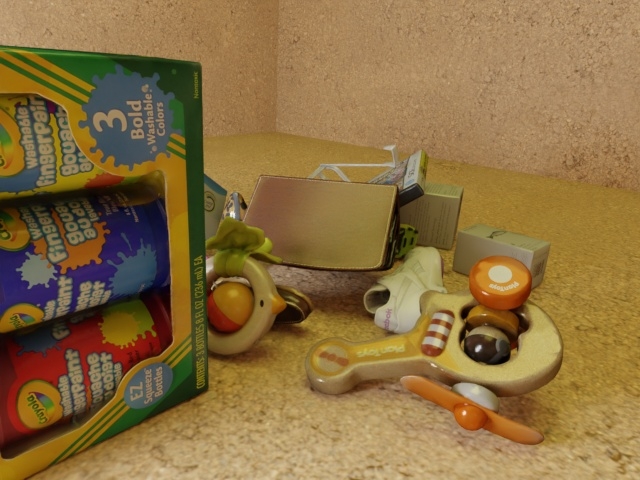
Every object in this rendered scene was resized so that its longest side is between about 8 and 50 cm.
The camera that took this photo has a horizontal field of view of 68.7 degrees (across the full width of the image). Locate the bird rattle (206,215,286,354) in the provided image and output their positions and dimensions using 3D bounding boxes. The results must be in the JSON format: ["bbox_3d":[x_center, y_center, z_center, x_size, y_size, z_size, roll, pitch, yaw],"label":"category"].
[{"bbox_3d":[-0.169,0.088,0.759,0.207,0.254,0.143,49,-2,24],"label":"bird rattle"}]

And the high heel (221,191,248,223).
[{"bbox_3d":[-0.197,-0.048,1.112,0.093,0.186,0.261,-2,20,-13],"label":"high heel"}]

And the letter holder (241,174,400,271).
[{"bbox_3d":[0.000,0.000,0.978,0.302,0.152,0.214,6,57,15],"label":"letter holder"}]

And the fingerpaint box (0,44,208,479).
[{"bbox_3d":[-0.321,0.025,0.509,0.371,0.444,0.163,-15,28,-43],"label":"fingerpaint box"}]

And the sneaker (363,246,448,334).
[{"bbox_3d":[0.163,0.084,0.907,0.152,0.114,0.305,6,20,5],"label":"sneaker"}]

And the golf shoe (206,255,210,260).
[{"bbox_3d":[-0.378,0.050,0.968,0.307,0.115,0.140,15,57,-5],"label":"golf shoe"}]

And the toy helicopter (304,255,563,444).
[{"bbox_3d":[0.154,0.171,0.658,0.356,0.140,0.234,-11,44,7],"label":"toy helicopter"}]

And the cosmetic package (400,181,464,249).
[{"bbox_3d":[0.298,-0.079,1.331,0.184,0.151,0.151,11,21,19],"label":"cosmetic package"}]

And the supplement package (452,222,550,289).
[{"bbox_3d":[0.417,0.038,1.091,0.179,0.105,0.105,21,27,41],"label":"supplement package"}]

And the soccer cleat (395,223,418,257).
[{"bbox_3d":[0.126,0.003,1.163,0.289,0.093,0.121,-13,23,-37],"label":"soccer cleat"}]

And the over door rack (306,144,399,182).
[{"bbox_3d":[0.037,-0.123,1.245,0.239,0.108,0.324,-45,24,-29],"label":"over door rack"}]

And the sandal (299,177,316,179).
[{"bbox_3d":[-0.016,-0.126,1.476,0.168,0.106,0.445,-3,22,-16],"label":"sandal"}]

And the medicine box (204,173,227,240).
[{"bbox_3d":[-0.406,-0.100,1.027,0.290,0.148,0.263,0,-22,28],"label":"medicine box"}]

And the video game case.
[{"bbox_3d":[0.153,-0.120,1.235,0.275,0.035,0.248,-29,19,28],"label":"video game case"}]

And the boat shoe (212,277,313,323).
[{"bbox_3d":[-0.115,0.119,0.838,0.207,0.073,0.073,4,31,30],"label":"boat shoe"}]
